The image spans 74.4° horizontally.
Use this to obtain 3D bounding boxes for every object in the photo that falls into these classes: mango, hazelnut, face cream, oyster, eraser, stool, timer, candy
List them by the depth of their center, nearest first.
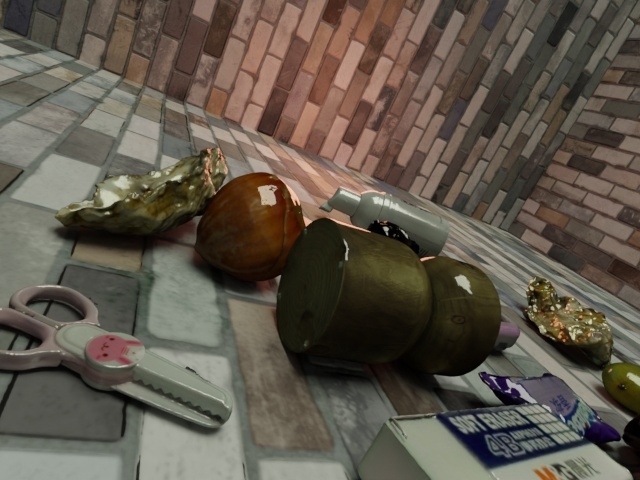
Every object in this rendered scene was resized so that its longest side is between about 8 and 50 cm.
[{"bbox_3d":[0.182,0.240,0.422,0.288,0.086,0.130,13,19,-35],"label":"eraser"},{"bbox_3d":[0.092,0.087,0.594,0.265,0.179,0.179,16,19,-26],"label":"stool"},{"bbox_3d":[0.359,0.258,0.649,0.275,0.070,0.145,16,25,-41],"label":"candy"},{"bbox_3d":[-0.109,-0.024,0.669,0.182,0.182,0.182,23,17,-7],"label":"hazelnut"},{"bbox_3d":[-0.245,-0.077,0.694,0.167,0.110,0.341,-12,15,13],"label":"oyster"},{"bbox_3d":[0.293,0.151,0.871,0.209,0.069,0.191,15,18,-34],"label":"timer"},{"bbox_3d":[0.686,0.321,0.887,0.191,0.085,0.122,22,14,-7],"label":"mango"},{"bbox_3d":[0.677,0.218,1.131,0.238,0.114,0.351,29,17,12],"label":"oyster"},{"bbox_3d":[0.183,-0.068,1.243,0.370,0.145,0.145,23,17,-10],"label":"face cream"}]

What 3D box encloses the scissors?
[{"bbox_3d":[-0.192,0.108,0.382,0.242,0.030,0.118,24,18,5],"label":"scissors"}]

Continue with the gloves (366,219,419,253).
[{"bbox_3d":[0.202,0.013,1.096,0.181,0.106,0.129,0,28,-47],"label":"gloves"}]

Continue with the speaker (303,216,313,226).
[{"bbox_3d":[0.000,0.000,0.953,0.218,0.044,0.082,31,18,19],"label":"speaker"}]

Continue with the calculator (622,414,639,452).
[{"bbox_3d":[0.543,0.301,0.570,0.220,0.048,0.329,15,-20,33],"label":"calculator"}]
